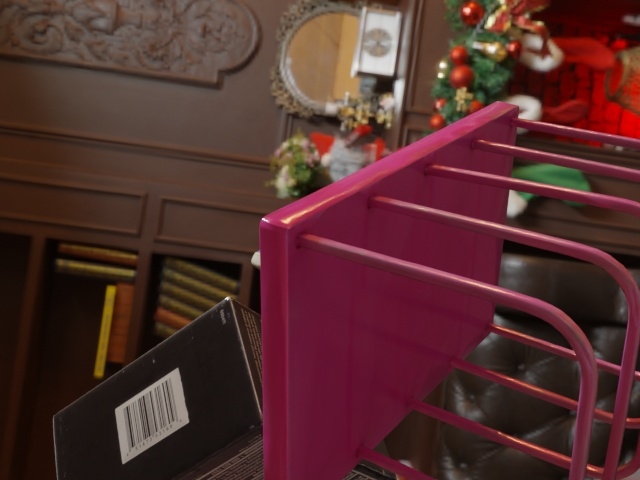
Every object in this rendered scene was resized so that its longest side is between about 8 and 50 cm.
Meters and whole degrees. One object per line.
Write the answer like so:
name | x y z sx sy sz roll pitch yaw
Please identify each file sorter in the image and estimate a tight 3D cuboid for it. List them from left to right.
file sorter | 0.123 0.054 0.512 0.291 0.182 0.202 -30 -51 -48

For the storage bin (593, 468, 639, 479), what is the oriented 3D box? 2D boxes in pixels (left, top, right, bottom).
storage bin | 0.267 0.242 0.638 0.091 0.098 0.135 -18 -80 -88

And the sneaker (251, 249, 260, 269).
sneaker | 0.001 0.000 0.772 0.152 0.058 0.084 3 68 49

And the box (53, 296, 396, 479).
box | -0.118 0.259 1.013 0.294 0.296 0.182 38 -156 -47
